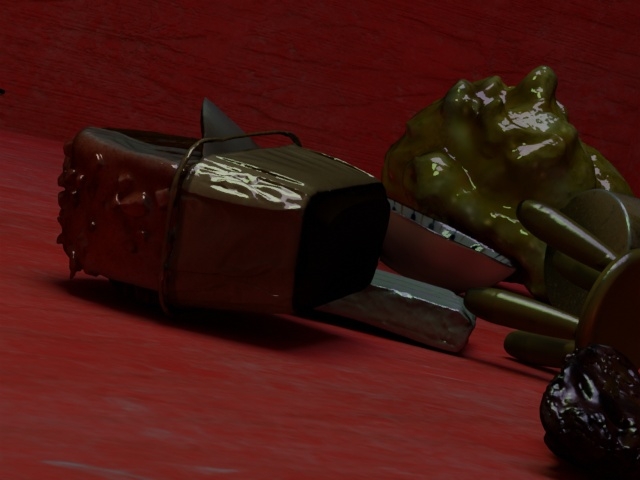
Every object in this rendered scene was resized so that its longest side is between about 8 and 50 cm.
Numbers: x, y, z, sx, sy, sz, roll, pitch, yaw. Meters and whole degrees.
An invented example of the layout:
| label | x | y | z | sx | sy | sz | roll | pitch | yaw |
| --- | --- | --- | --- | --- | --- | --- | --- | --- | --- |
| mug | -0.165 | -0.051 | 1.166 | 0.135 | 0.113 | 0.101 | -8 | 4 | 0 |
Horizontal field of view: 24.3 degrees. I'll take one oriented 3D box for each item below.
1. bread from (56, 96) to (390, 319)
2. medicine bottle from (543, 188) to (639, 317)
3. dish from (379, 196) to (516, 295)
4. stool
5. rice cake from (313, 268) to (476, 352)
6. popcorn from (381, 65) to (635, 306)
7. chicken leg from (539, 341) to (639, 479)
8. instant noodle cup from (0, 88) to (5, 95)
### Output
| label | x | y | z | sx | sy | sz | roll | pitch | yaw |
| --- | --- | --- | --- | --- | --- | --- | --- | --- | --- |
| bread | -0.072 | -0.023 | 1.035 | 0.211 | 0.142 | 0.224 | 15 | 10 | 19 |
| medicine bottle | 0.430 | 0.044 | 1.705 | 0.322 | 0.151 | 0.151 | 11 | 4 | -27 |
| dish | 0.118 | 0.015 | 1.614 | 0.190 | 0.066 | 0.191 | 26 | 7 | -3 |
| stool | 0.190 | 0.045 | 1.131 | 0.134 | 0.135 | 0.110 | -20 | 33 | -40 |
| rice cake | 0.011 | 0.040 | 1.191 | 0.237 | 0.043 | 0.127 | 13 | 5 | 11 |
| popcorn | 0.240 | -0.072 | 1.858 | 0.325 | 0.290 | 0.321 | -7 | 9 | -6 |
| chicken leg | 0.165 | 0.099 | 0.813 | 0.093 | 0.053 | 0.205 | 38 | 18 | 15 |
| instant noodle cup | -0.365 | -0.093 | 1.306 | 0.151 | 0.122 | 0.151 | 14 | 2 | 0 |
